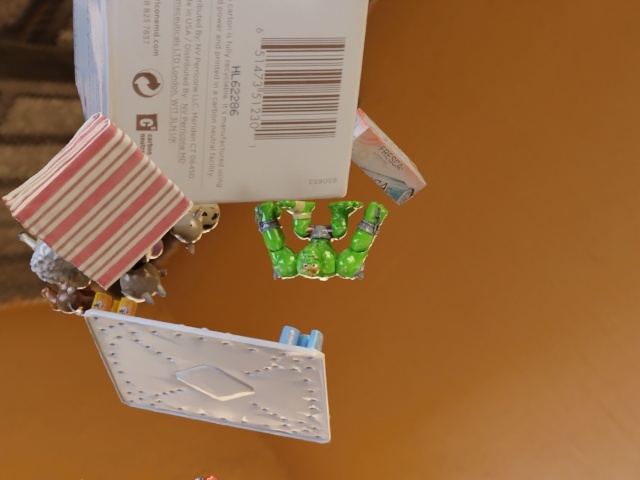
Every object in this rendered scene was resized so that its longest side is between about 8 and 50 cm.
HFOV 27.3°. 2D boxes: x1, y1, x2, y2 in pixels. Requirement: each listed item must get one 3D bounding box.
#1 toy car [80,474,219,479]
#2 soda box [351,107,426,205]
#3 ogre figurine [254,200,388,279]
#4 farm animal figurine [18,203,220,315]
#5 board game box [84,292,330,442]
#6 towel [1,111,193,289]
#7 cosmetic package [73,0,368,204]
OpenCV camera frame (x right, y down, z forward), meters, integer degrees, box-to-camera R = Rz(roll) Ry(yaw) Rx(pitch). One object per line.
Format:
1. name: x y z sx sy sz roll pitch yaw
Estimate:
1. toy car: -0.277 0.423 1.949 0.053 0.225 0.239 -31 31 59
2. soda box: 0.099 -0.138 2.192 0.063 0.058 0.183 -38 -48 13
3. ogre figurine: 0.000 0.000 1.963 0.197 0.118 0.097 1 -2 -4
4. farm animal figurine: -0.301 0.006 2.165 0.330 0.172 0.327 -46 -23 -17
5. board game box: -0.175 0.221 2.234 0.390 0.389 0.050 86 -165 -61
6. towel: -0.236 -0.040 1.425 0.144 0.029 0.197 -43 -37 -1
7. cosmetic package: -0.151 -0.278 1.763 0.327 0.394 0.329 -3 -59 -14
